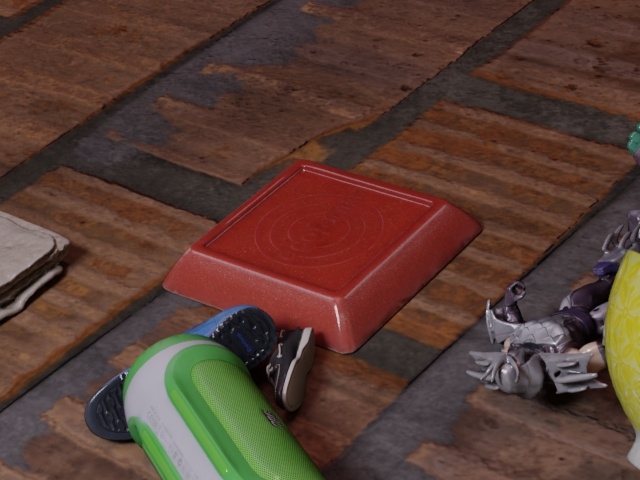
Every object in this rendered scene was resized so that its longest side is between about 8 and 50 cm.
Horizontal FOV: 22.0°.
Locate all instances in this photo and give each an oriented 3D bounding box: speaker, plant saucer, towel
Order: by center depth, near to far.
[{"bbox_3d":[-0.073,0.201,1.431,0.131,0.131,0.296,-20,36,-17],"label":"speaker"},{"bbox_3d":[0.000,0.000,1.782,0.259,0.047,0.258,17,41,34],"label":"plant saucer"},{"bbox_3d":[-0.424,0.054,1.793,0.187,0.049,0.282,19,41,37],"label":"towel"}]

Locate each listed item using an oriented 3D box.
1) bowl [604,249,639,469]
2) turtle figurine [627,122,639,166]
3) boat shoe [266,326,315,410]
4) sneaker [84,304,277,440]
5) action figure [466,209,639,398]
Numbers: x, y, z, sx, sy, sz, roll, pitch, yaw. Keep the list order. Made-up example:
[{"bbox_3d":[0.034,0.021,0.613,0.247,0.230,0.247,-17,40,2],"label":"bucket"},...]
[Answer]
[{"bbox_3d":[0.343,0.145,1.368,0.289,0.289,0.156,35,96,46],"label":"bowl"},{"bbox_3d":[0.450,-0.097,1.766,0.175,0.118,0.234,-10,16,-29],"label":"turtle figurine"},{"bbox_3d":[-0.033,0.124,1.606,0.038,0.046,0.125,-1,32,11],"label":"boat shoe"},{"bbox_3d":[-0.138,0.132,1.616,0.209,0.069,0.082,-31,6,-16],"label":"sneaker"},{"bbox_3d":[0.252,0.072,1.567,0.285,0.099,0.185,-29,26,-36],"label":"action figure"}]
